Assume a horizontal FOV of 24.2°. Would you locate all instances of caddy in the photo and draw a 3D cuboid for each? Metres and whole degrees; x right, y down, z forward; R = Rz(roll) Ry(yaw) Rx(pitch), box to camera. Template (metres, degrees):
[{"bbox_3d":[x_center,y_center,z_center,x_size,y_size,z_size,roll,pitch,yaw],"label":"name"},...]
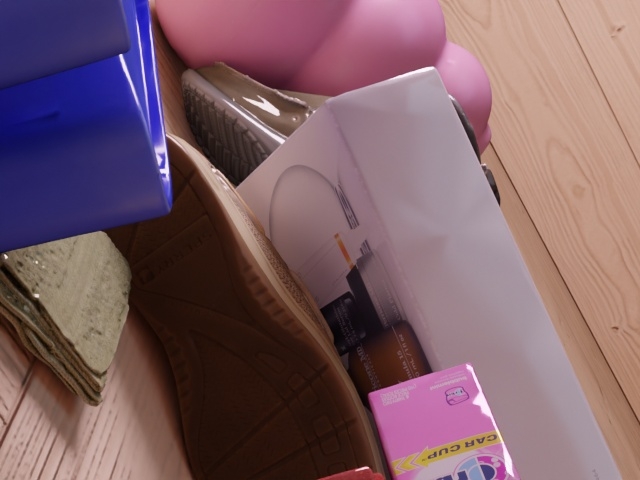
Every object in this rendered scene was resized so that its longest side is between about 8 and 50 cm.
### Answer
[{"bbox_3d":[-0.186,-0.140,0.771,0.241,0.179,0.341,84,-5,-47],"label":"caddy"}]

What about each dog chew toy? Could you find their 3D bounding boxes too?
[{"bbox_3d":[0.015,-0.180,1.343,0.332,0.206,0.206,38,21,-12],"label":"dog chew toy"}]

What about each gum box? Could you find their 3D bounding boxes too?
[{"bbox_3d":[0.084,0.177,0.821,0.107,0.062,0.188,-108,-178,-57],"label":"gum box"}]

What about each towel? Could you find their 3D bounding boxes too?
[{"bbox_3d":[-0.155,0.022,0.890,0.110,0.027,0.148,56,18,-26],"label":"towel"}]

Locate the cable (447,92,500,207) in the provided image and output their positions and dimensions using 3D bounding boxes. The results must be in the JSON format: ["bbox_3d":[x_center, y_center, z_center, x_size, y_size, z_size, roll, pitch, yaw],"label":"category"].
[{"bbox_3d":[0.099,-0.015,1.189,0.287,0.072,0.139,78,-8,-67],"label":"cable"}]

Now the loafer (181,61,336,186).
[{"bbox_3d":[-0.013,-0.077,1.241,0.251,0.087,0.094,35,-31,23],"label":"loafer"}]

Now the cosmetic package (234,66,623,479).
[{"bbox_3d":[0.060,0.107,1.059,0.377,0.097,0.284,66,-25,7],"label":"cosmetic package"}]

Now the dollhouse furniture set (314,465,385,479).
[{"bbox_3d":[0.007,0.299,0.845,0.374,0.152,0.201,74,-1,-59],"label":"dollhouse furniture set"}]

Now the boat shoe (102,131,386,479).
[{"bbox_3d":[-0.041,0.076,1.013,0.341,0.121,0.110,65,15,5],"label":"boat shoe"}]
